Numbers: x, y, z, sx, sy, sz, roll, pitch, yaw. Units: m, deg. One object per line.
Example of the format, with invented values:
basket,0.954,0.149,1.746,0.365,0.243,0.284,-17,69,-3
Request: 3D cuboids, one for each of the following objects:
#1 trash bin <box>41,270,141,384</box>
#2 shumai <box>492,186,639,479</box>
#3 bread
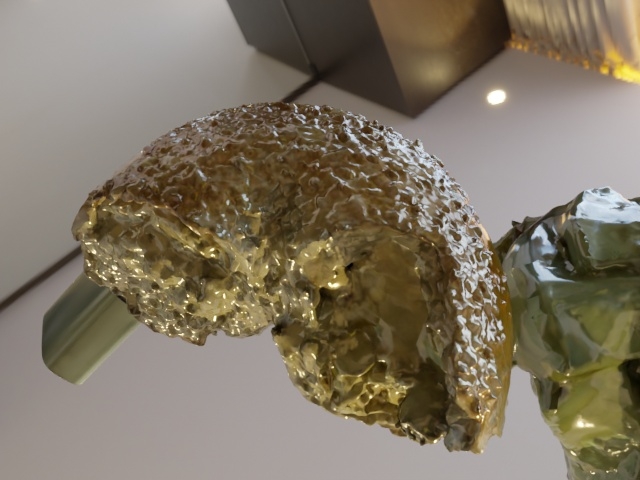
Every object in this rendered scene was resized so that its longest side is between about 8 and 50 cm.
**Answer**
trash bin,-0.223,0.066,0.802,0.130,0.059,0.116,-45,-151,8
shumai,0.292,0.102,0.658,0.395,0.348,0.395,-57,-165,25
bread,0.005,-0.001,0.521,0.314,0.171,0.192,26,-126,23
